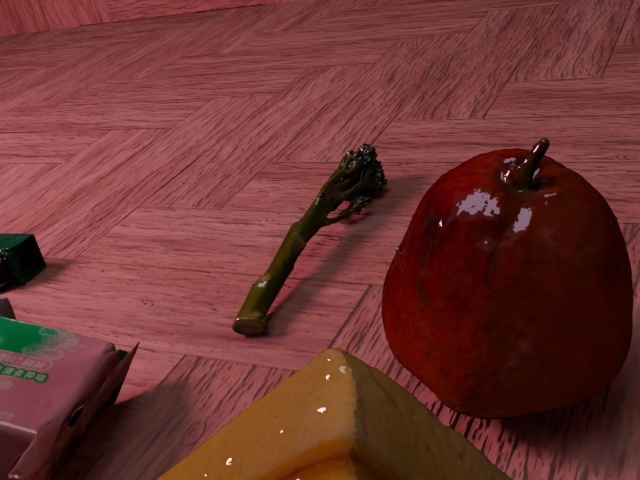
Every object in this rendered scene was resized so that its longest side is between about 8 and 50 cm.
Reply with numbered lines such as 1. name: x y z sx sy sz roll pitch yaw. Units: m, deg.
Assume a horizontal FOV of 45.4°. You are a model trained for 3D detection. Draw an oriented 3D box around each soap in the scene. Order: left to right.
1. soap: -0.353 0.148 0.771 0.273 0.098 0.218 12 23 8

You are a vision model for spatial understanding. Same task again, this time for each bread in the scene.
1. bread: -0.047 0.282 0.516 0.361 0.245 0.233 -37 23 21

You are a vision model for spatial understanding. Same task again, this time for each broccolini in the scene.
1. broccolini: 0.002 -0.004 1.016 0.074 0.079 0.392 11 43 20

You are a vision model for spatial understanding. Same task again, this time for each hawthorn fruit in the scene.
1. hawthorn fruit: 0.163 0.024 0.668 0.224 0.261 0.224 -6 35 4

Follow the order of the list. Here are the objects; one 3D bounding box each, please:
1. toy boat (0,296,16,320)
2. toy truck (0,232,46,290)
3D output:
1. toy boat: -0.513 0.136 0.961 0.260 0.078 0.085 -17 5 -9
2. toy truck: -0.501 0.031 1.150 0.147 0.065 0.079 0 29 23
